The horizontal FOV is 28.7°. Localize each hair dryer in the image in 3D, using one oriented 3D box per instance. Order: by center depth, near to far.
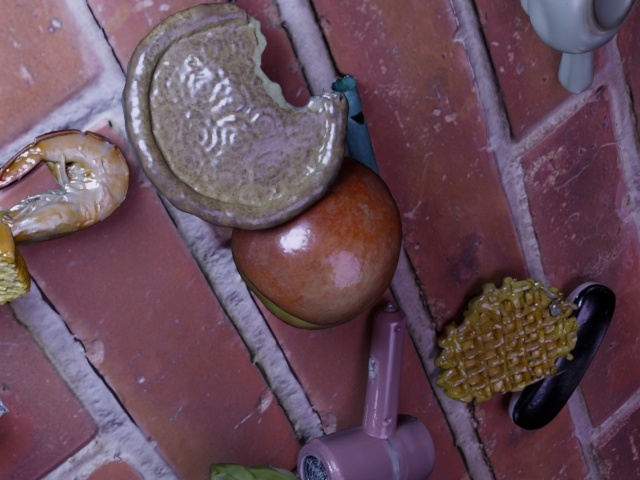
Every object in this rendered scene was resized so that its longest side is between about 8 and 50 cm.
[{"bbox_3d":[0.081,0.265,2.064,0.210,0.125,0.353,-10,113,-34],"label":"hair dryer"}]

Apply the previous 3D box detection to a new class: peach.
[{"bbox_3d":[0.000,0.000,1.715,0.252,0.252,0.253,-21,129,-28],"label":"peach"}]

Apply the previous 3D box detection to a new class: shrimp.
[{"bbox_3d":[-0.341,-0.057,1.523,0.236,0.053,0.133,-24,125,-22],"label":"shrimp"}]

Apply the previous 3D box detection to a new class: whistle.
[{"bbox_3d":[0.053,-0.151,1.800,0.039,0.039,0.186,-33,134,-18],"label":"whistle"}]

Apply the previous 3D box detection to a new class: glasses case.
[{"bbox_3d":[0.454,0.218,2.353,0.122,0.075,0.314,13,108,-45],"label":"glasses case"}]

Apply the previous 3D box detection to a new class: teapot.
[{"bbox_3d":[0.378,-0.338,1.866,0.220,0.149,0.318,-23,130,-36],"label":"teapot"}]

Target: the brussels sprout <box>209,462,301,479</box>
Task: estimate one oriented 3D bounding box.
[{"bbox_3d":[-0.126,0.571,1.894,0.425,0.361,0.342,-50,133,0],"label":"brussels sprout"}]

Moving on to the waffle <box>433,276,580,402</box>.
[{"bbox_3d":[0.327,0.182,2.215,0.280,0.060,0.262,24,108,-34],"label":"waffle"}]

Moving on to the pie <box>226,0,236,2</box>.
[{"bbox_3d":[-0.171,-0.346,1.487,0.191,0.033,0.088,10,103,-37],"label":"pie"}]

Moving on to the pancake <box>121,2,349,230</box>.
[{"bbox_3d":[-0.100,-0.155,1.562,0.286,0.033,0.288,-10,96,-12],"label":"pancake"}]

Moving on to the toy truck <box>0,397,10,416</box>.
[{"bbox_3d":[-0.509,0.245,1.552,0.242,0.101,0.125,-41,141,-8],"label":"toy truck"}]

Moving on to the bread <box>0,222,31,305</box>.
[{"bbox_3d":[-0.431,0.039,1.462,0.187,0.065,0.103,-19,144,10],"label":"bread"}]
